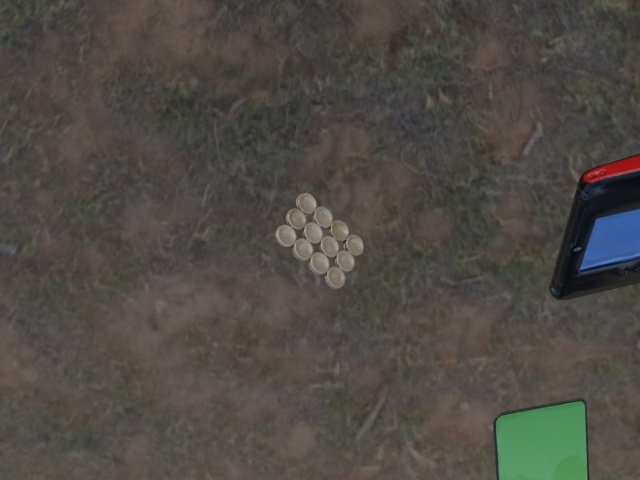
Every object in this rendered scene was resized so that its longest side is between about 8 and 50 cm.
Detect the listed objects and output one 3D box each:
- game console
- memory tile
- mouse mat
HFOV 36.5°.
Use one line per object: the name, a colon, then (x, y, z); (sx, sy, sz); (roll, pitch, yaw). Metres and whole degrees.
game console: (0.536, -0.033, 1.487); (0.342, 0.060, 0.386); (-17, 151, -4)
memory tile: (0.000, 0.000, 1.596); (0.148, 0.113, 0.012); (41, 146, -16)
mouse mat: (0.325, 0.331, 1.421); (0.152, 0.007, 0.189); (-7, 101, -16)
